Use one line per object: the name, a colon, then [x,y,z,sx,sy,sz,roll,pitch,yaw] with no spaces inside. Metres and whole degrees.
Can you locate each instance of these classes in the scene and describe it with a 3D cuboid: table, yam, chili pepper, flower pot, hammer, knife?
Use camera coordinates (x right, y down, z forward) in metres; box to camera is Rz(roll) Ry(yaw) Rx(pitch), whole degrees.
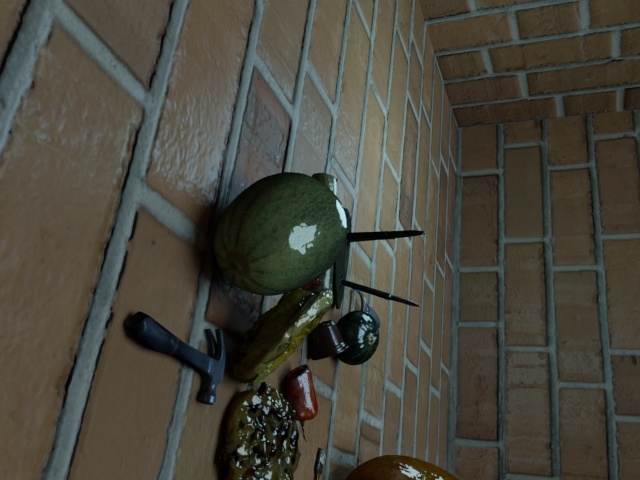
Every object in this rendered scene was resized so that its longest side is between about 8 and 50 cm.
table: [0.180,0.036,1.887,0.317,0.249,0.317,4,90,-80]
yam: [0.000,0.000,1.753,0.083,0.083,0.371,22,70,-67]
chili pepper: [-0.047,0.410,1.581,0.086,0.084,0.192,-7,90,-52]
flower pot: [0.014,0.269,1.749,0.111,0.111,0.089,-15,86,-68]
hammer: [-0.251,0.192,1.146,0.290,0.037,0.137,54,39,-55]
knife: [0.162,0.264,2.177,0.278,0.053,0.123,47,50,-57]

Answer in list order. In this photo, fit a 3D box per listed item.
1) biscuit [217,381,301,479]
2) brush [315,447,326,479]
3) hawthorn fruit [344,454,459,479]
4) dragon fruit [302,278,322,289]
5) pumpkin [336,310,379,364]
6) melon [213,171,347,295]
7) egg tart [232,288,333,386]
biscuit: [-0.116,0.469,1.405,0.334,0.081,0.289,66,31,-46]
brush: [-0.010,0.655,1.740,0.043,0.014,0.169,64,33,-48]
hawthorn fruit: [0.261,0.857,1.845,0.472,0.472,0.471,-3,90,-69]
dragon fruit: [-0.030,0.035,1.631,0.092,0.123,0.192,-89,162,-54]
pumpkin: [0.106,0.295,1.925,0.167,0.125,0.167,18,65,-46]
melon: [-0.082,-0.013,1.319,0.329,0.249,0.248,-34,119,-57]
egg tart: [-0.089,0.192,1.374,0.107,0.290,0.291,44,21,9]
